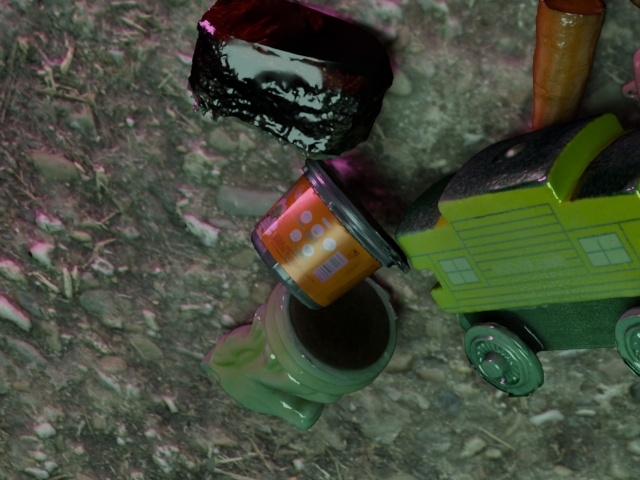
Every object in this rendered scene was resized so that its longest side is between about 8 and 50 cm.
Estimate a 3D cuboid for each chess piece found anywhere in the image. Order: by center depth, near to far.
[{"bbox_3d":[-0.038,0.158,1.650,0.176,0.176,0.298,42,142,-4],"label":"chess piece"}]

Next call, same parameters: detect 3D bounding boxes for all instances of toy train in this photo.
[{"bbox_3d":[0.268,0.014,1.324,0.442,0.179,0.272,-12,116,55],"label":"toy train"}]

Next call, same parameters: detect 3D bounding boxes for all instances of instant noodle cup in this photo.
[{"bbox_3d":[0.000,0.000,1.469,0.125,0.208,0.177,-42,131,6],"label":"instant noodle cup"}]

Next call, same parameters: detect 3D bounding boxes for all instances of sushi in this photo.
[{"bbox_3d":[-0.034,-0.186,1.418,0.225,0.136,0.126,18,130,6],"label":"sushi"}]

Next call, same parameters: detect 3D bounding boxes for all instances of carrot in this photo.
[{"bbox_3d":[0.253,-0.170,1.338,0.072,0.072,0.205,17,133,15],"label":"carrot"}]

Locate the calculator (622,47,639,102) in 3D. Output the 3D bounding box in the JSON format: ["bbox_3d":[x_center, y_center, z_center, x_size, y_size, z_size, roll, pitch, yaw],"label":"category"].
[{"bbox_3d":[0.455,-0.140,1.196,0.329,0.048,0.220,2,159,24],"label":"calculator"}]

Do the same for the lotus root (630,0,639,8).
[{"bbox_3d":[0.374,-0.257,1.178,0.214,0.138,0.138,29,129,1],"label":"lotus root"}]
